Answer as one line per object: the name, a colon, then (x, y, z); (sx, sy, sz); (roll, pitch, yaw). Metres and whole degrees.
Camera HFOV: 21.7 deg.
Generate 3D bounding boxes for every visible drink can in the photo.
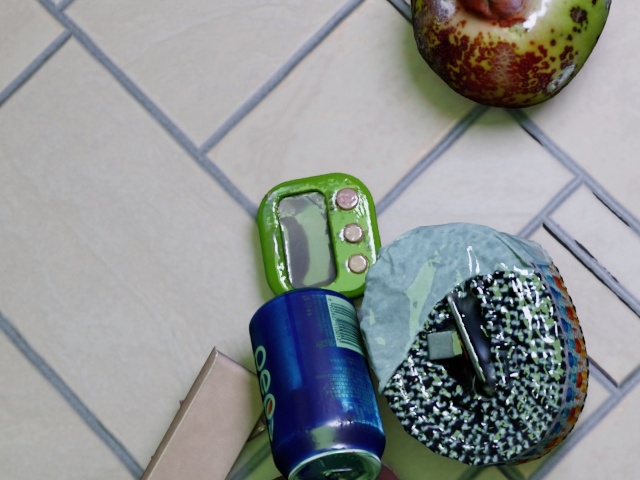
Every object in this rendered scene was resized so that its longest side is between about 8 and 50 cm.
drink can: (-0.003, 0.153, 1.699); (0.118, 0.118, 0.204); (-16, 54, 6)

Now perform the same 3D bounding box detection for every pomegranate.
pomegranate: (0.189, -0.246, 1.709); (0.214, 0.248, 0.214); (-1, 84, 13)

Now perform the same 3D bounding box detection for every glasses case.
glasses case: (-0.119, 0.219, 1.768); (0.102, 0.070, 0.193); (31, 82, -14)

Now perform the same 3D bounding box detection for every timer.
timer: (0.000, 0.000, 1.794); (0.128, 0.047, 0.140); (-10, 78, 5)

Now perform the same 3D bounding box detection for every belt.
belt: (0.156, 0.104, 1.698); (0.207, 0.150, 0.257); (-24, 75, 14)

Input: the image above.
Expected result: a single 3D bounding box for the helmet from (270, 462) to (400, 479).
helmet: (0.011, 0.308, 1.701); (0.155, 0.106, 0.175); (22, 49, 36)
